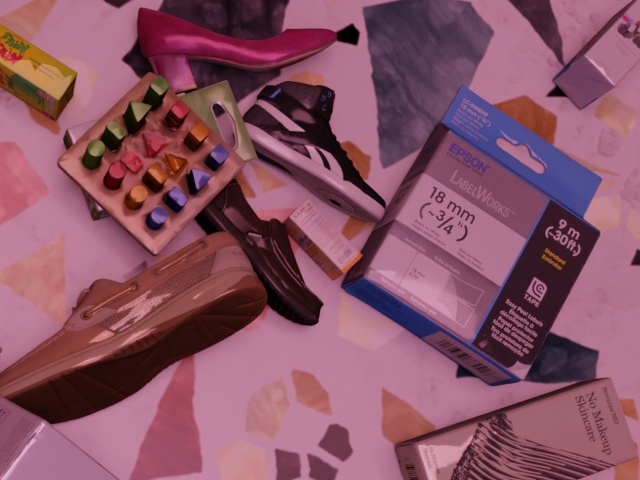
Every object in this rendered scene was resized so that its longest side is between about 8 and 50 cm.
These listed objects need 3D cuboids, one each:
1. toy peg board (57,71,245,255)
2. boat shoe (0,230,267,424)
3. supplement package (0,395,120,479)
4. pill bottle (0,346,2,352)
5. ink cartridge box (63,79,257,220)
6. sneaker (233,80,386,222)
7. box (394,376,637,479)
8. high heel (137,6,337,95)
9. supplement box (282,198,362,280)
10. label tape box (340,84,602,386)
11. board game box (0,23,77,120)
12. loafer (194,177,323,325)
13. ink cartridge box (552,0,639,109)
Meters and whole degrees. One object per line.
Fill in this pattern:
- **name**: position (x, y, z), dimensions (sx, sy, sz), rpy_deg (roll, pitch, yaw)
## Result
- **toy peg board**: position (-0.191, -0.097, 1.506), dimensions (0.160, 0.079, 0.161), rpy_deg (44, 72, -4)
- **boat shoe**: position (-0.232, 0.104, 1.505), dimensions (0.341, 0.121, 0.110), rpy_deg (-26, 60, -7)
- **supplement package**: position (-0.330, 0.337, 1.376), dimensions (0.204, 0.145, 0.262), rpy_deg (46, 70, -29)
- **pill bottle**: position (-0.468, 0.193, 1.407), dimensions (0.146, 0.146, 0.264), rpy_deg (39, 72, -4)
- **ink cartridge box**: position (-0.196, -0.110, 1.582), dimensions (0.209, 0.062, 0.109), rpy_deg (-20, 84, -17)
- **sneaker**: position (0.011, -0.125, 1.628), dimensions (0.217, 0.079, 0.121), rpy_deg (32, 74, -5)
- **box**: position (0.241, 0.261, 1.600), dimensions (0.275, 0.094, 0.113), rpy_deg (-17, 84, -16)
- **high heel**: position (-0.105, -0.263, 1.629), dimensions (0.244, 0.082, 0.117), rpy_deg (-16, 93, -4)
- **supplement box**: position (0.000, 0.000, 1.610), dimensions (0.098, 0.062, 0.036), rpy_deg (46, 73, -1)
- **label tape box**: position (0.216, -0.020, 1.646), dimensions (0.240, 0.106, 0.333), rpy_deg (33, 73, -6)
- **board game box**: position (-0.380, -0.219, 1.542), dimensions (0.181, 0.092, 0.043), rpy_deg (32, 74, -6)
- **loafer**: position (-0.065, 0.009, 1.581), dimensions (0.078, 0.080, 0.220), rpy_deg (-41, 90, -18)
- **ink cartridge box**: position (0.407, -0.269, 1.747), dimensions (0.061, 0.104, 0.181), rpy_deg (46, 71, -2)
